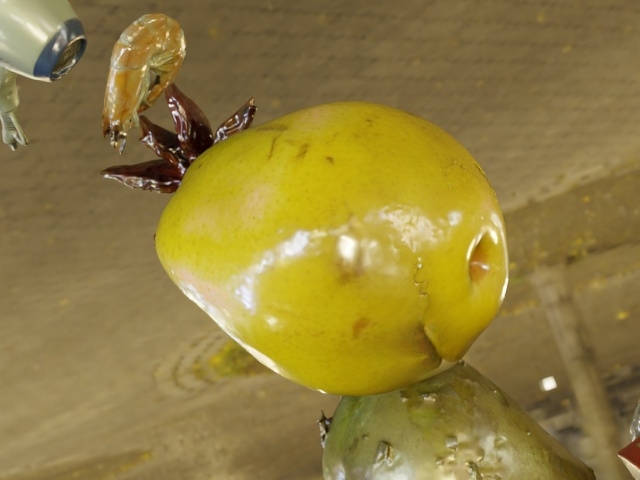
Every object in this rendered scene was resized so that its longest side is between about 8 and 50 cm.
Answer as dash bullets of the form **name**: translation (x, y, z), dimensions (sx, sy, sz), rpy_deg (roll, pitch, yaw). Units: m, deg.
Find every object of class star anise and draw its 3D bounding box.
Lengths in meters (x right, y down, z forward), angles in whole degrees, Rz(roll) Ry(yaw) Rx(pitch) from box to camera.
- **star anise**: translation (-0.145, -0.082, 1.683), dimensions (0.288, 0.288, 0.088), rpy_deg (-27, -166, 35)

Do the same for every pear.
- **pear**: translation (0.011, 0.005, 1.267), dimensions (0.285, 0.284, 0.336), rpy_deg (-10, -171, -37)

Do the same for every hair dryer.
- **hair dryer**: translation (-0.231, -0.144, 0.849), dimensions (0.067, 0.167, 0.199), rpy_deg (-46, -174, -24)

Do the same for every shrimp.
- **shrimp**: translation (-0.209, -0.181, 1.539), dimensions (0.099, 0.041, 0.180), rpy_deg (-9, 129, -48)

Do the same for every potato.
- **potato**: translation (0.162, 0.275, 1.433), dimensions (0.219, 0.359, 0.270), rpy_deg (-55, -157, -12)

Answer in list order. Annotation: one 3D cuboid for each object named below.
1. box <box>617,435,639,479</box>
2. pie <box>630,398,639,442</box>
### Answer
- **box**: translation (0.532, 0.299, 1.337), dimensions (0.257, 0.318, 0.349), rpy_deg (-34, -175, -2)
- **pie**: translation (0.525, 0.202, 1.589), dimensions (0.338, 0.337, 0.075), rpy_deg (-16, -157, -12)
